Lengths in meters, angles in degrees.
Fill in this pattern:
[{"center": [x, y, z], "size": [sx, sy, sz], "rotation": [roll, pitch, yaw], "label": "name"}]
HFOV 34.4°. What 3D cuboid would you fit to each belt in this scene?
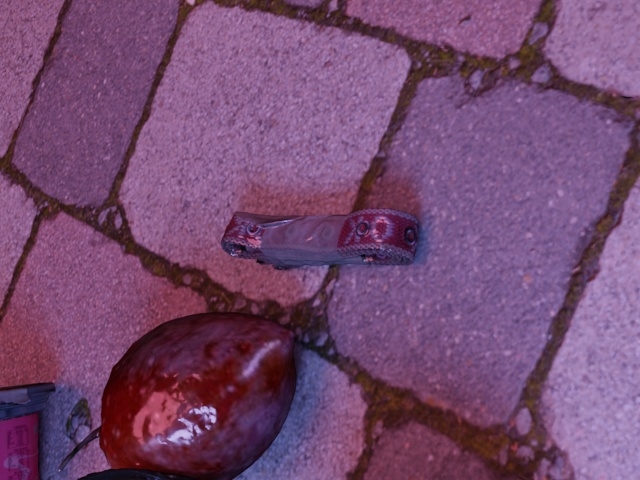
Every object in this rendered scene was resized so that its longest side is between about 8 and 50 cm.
[{"center": [0.000, 0.000, 1.077], "size": [0.232, 0.071, 0.053], "rotation": [0, 71, 37], "label": "belt"}]

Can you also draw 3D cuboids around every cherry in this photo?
[{"center": [-0.121, 0.161, 1.056], "size": [0.249, 0.192, 0.175], "rotation": [-38, 92, 18], "label": "cherry"}]

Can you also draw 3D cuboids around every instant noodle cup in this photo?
[{"center": [-0.448, 0.281, 1.268], "size": [0.258, 0.302, 0.182], "rotation": [-7, 86, -6], "label": "instant noodle cup"}]

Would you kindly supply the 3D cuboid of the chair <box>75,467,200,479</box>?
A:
[{"center": [-0.193, 0.433, 0.949], "size": [0.226, 0.226, 0.401], "rotation": [39, 119, 39], "label": "chair"}]
